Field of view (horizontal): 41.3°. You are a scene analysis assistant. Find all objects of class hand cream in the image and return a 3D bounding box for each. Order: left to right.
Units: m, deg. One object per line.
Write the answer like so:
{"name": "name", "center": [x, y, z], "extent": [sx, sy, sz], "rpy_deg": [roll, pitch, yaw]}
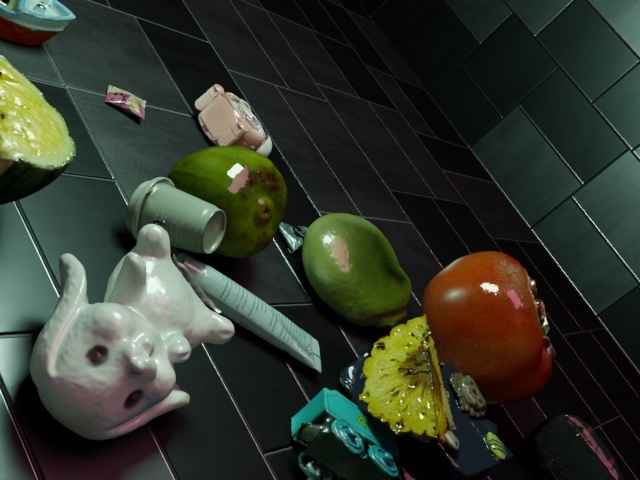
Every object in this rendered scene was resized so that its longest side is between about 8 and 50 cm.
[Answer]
{"name": "hand cream", "center": [-0.117, 0.123, 1.469], "extent": [0.331, 0.058, 0.085], "rpy_deg": [34, 24, -26]}
{"name": "hand cream", "center": [0.000, 0.001, 1.870], "extent": [0.075, 0.052, 0.248], "rpy_deg": [36, 21, 35]}

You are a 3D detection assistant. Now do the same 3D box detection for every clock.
{"name": "clock", "center": [-0.191, -0.253, 1.889], "extent": [0.166, 0.093, 0.162], "rpy_deg": [57, 17, 21]}

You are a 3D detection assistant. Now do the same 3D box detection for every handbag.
{"name": "handbag", "center": [0.216, 0.329, 1.631], "extent": [0.329, 0.122, 0.303], "rpy_deg": [5, 47, -57]}
{"name": "handbag", "center": [0.572, 0.495, 1.906], "extent": [0.215, 0.155, 0.169], "rpy_deg": [54, 5, 14]}

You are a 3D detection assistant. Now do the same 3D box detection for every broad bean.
{"name": "broad bean", "center": [0.078, 0.064, 1.775], "extent": [0.291, 0.119, 0.238], "rpy_deg": [37, 48, -27]}

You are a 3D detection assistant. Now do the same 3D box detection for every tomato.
{"name": "tomato", "center": [0.366, 0.197, 1.892], "extent": [0.341, 0.273, 0.341], "rpy_deg": [-14, 90, -74]}

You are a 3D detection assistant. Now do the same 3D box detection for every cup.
{"name": "cup", "center": [-0.235, -0.035, 1.399], "extent": [0.141, 0.120, 0.120], "rpy_deg": [17, 16, 21]}

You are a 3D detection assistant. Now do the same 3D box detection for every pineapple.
{"name": "pineapple", "center": [0.150, 0.268, 1.443], "extent": [0.164, 0.140, 0.249], "rpy_deg": [56, 23, -46]}

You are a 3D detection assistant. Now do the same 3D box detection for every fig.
{"name": "fig", "center": [-0.180, -0.077, 1.546], "extent": [0.225, 0.203, 0.203], "rpy_deg": [14, 7, 32]}

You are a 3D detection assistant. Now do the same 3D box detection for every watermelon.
{"name": "watermelon", "center": [-0.509, -0.158, 1.119], "extent": [0.331, 0.189, 0.331], "rpy_deg": [46, 7, -8]}

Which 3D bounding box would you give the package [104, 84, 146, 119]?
{"name": "package", "center": [-0.383, -0.274, 1.674], "extent": [0.083, 0.029, 0.059], "rpy_deg": [21, 41, -25]}

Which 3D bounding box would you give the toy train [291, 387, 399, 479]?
{"name": "toy train", "center": [0.040, 0.332, 1.365], "extent": [0.198, 0.107, 0.154], "rpy_deg": [38, 18, -19]}

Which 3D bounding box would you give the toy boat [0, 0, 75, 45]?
{"name": "toy boat", "center": [-0.595, -0.474, 1.507], "extent": [0.332, 0.133, 0.145], "rpy_deg": [31, 28, -31]}

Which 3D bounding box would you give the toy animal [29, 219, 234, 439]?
{"name": "toy animal", "center": [-0.264, 0.120, 1.116], "extent": [0.249, 0.174, 0.289], "rpy_deg": [63, 26, 7]}
